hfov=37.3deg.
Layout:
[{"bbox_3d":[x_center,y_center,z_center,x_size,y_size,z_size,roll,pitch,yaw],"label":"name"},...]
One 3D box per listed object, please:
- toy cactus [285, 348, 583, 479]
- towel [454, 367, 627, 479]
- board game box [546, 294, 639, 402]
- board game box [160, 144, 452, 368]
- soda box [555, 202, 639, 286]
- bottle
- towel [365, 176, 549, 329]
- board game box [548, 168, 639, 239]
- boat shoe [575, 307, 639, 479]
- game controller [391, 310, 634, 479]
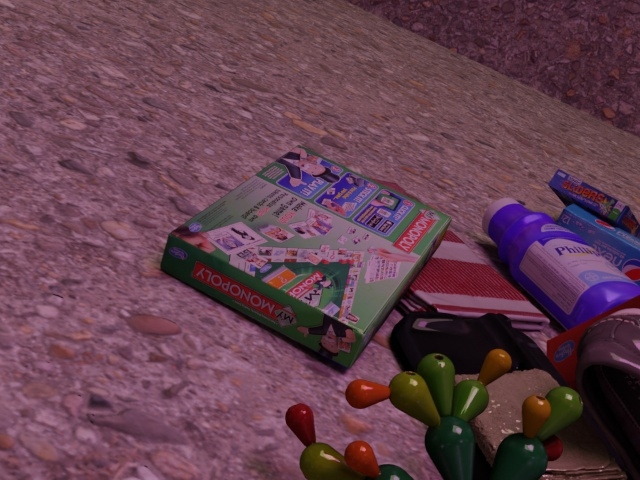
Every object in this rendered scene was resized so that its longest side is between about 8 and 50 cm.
[{"bbox_3d":[0.093,0.174,0.693,0.218,0.112,0.181,-6,67,-18],"label":"toy cactus"},{"bbox_3d":[0.177,0.160,0.801,0.110,0.027,0.148,-1,30,-18],"label":"towel"},{"bbox_3d":[0.418,0.111,0.948,0.242,0.316,0.064,17,61,-17],"label":"board game box"},{"bbox_3d":[0.000,0.000,1.023,0.213,0.046,0.317,27,29,11],"label":"board game box"},{"bbox_3d":[0.473,0.023,1.514,0.210,0.067,0.071,33,22,20],"label":"soda box"},{"bbox_3d":[0.320,0.036,1.282,0.118,0.092,0.283,6,27,-30],"label":"bottle"},{"bbox_3d":[0.112,0.009,1.209,0.237,0.037,0.329,7,29,-43],"label":"towel"},{"bbox_3d":[0.480,-0.049,1.634,0.136,0.035,0.201,34,2,31],"label":"board game box"},{"bbox_3d":[0.313,0.210,0.760,0.335,0.112,0.095,55,35,7],"label":"boat shoe"},{"bbox_3d":[0.179,0.166,0.897,0.166,0.067,0.319,2,27,-16],"label":"game controller"}]
